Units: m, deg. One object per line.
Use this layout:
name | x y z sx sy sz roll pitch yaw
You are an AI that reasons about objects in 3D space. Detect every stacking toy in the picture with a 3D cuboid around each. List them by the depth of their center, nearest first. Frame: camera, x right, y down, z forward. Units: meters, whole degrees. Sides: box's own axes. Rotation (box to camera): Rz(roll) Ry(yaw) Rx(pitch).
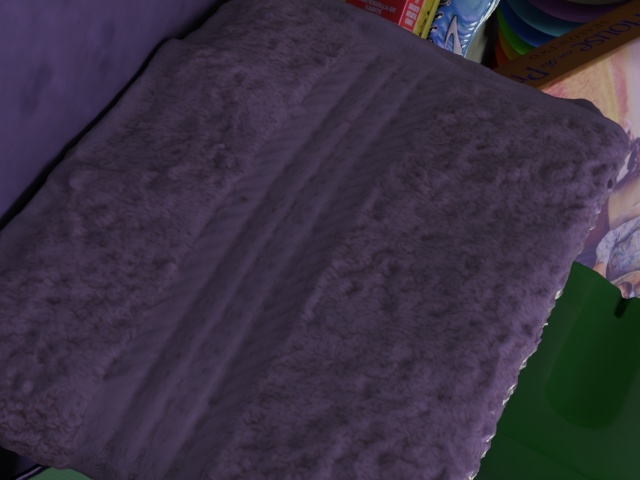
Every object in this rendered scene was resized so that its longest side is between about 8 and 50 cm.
stacking toy | 0.208 -0.193 1.316 0.330 0.141 0.141 94 21 -68

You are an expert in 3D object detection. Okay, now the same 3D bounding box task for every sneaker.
sneaker | 0.071 -0.134 0.955 0.073 0.063 0.162 -52 160 -44

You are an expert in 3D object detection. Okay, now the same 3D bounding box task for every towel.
towel | 0.000 0.000 0.568 0.282 0.187 0.049 -57 168 -45

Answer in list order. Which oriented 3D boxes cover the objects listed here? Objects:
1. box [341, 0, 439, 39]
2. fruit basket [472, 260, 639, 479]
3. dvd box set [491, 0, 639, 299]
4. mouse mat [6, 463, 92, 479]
box | 0.021 -0.109 0.779 0.087 0.058 0.232 -9 121 -77
fruit basket | 0.025 0.212 0.753 0.392 0.283 0.392 -60 171 -16
dvd box set | 0.235 -0.024 1.182 0.420 0.062 0.307 -27 123 -28
mouse mat | -0.117 0.162 0.594 0.153 0.007 0.189 -25 134 -39
